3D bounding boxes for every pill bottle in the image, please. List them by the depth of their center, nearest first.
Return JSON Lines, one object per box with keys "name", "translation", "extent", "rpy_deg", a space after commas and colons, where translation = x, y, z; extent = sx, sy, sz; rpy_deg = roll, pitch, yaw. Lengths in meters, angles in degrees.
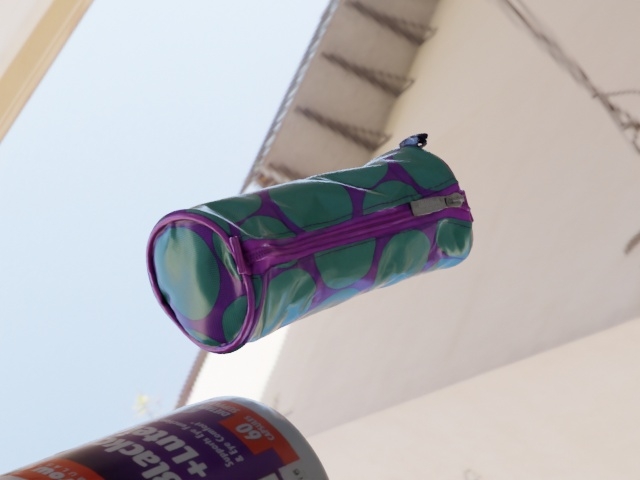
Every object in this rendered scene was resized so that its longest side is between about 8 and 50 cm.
{"name": "pill bottle", "translation": [-0.090, 0.137, 0.566], "extent": [0.193, 0.108, 0.108], "rpy_deg": [-16, -99, -49]}

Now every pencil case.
{"name": "pencil case", "translation": [0.000, 0.000, 0.611], "extent": [0.152, 0.070, 0.064], "rpy_deg": [-19, -91, -42]}
